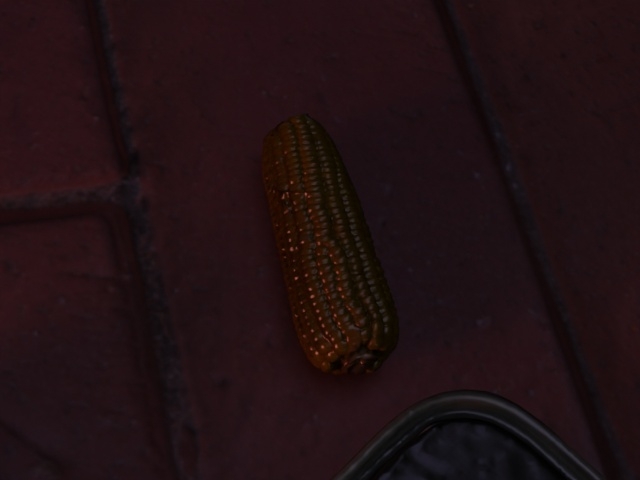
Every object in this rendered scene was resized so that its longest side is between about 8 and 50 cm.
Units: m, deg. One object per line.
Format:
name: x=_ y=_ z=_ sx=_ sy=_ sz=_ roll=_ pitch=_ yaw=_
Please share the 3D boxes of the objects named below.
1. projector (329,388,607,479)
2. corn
projector: x=0.067 y=0.268 z=0.649 sx=0.248 sy=0.249 sz=0.248 roll=41 pitch=63 yaw=14
corn: x=0.000 y=0.000 z=0.893 sx=0.080 sy=0.080 sz=0.231 roll=-10 pitch=62 yaw=-15
